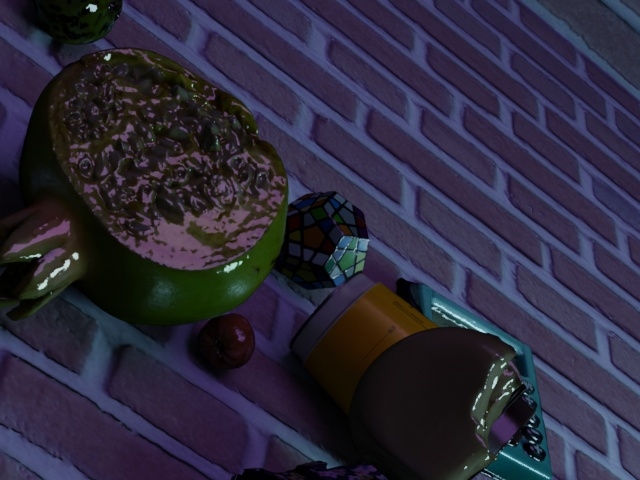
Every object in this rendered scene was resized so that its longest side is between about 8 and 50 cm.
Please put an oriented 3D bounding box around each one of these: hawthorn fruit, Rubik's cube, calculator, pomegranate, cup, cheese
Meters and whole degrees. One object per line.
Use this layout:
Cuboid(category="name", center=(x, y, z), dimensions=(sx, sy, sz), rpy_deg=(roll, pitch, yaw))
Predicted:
Cuboid(category="hawthorn fruit", center=(-0.098, 0.109, 1.667), dimensions=(0.067, 0.067, 0.103), rpy_deg=(48, 27, 2))
Cuboid(category="Rubik's cube", center=(0.000, 0.000, 1.876), dimensions=(0.112, 0.133, 0.133), rpy_deg=(70, 25, -17))
Cuboid(category="calculator", center=(0.205, 0.194, 1.961), dimensions=(0.248, 0.058, 0.274), rpy_deg=(30, 34, -25))
Cuboid(category="pomegranate", center=(-0.216, -0.023, 1.554), dimensions=(0.358, 0.216, 0.309), rpy_deg=(-34, 81, -30))
Cuboid(category="cup", center=(0.105, 0.176, 1.740), dimensions=(0.280, 0.196, 0.196), rpy_deg=(42, 28, 9))
Cuboid(category="cheese", center=(0.131, 0.182, 1.597), dimensions=(0.175, 0.202, 0.091), rpy_deg=(40, -4, 16))
Cuboid(category="pomegranate", center=(-0.324, -0.318, 1.862), dimensions=(0.161, 0.122, 0.122), rpy_deg=(31, 20, 30))

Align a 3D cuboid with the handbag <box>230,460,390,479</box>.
Cuboid(category="handbag", center=(0.021, 0.309, 1.502), dimensions=(0.208, 0.126, 0.229), rpy_deg=(9, 27, -47))
